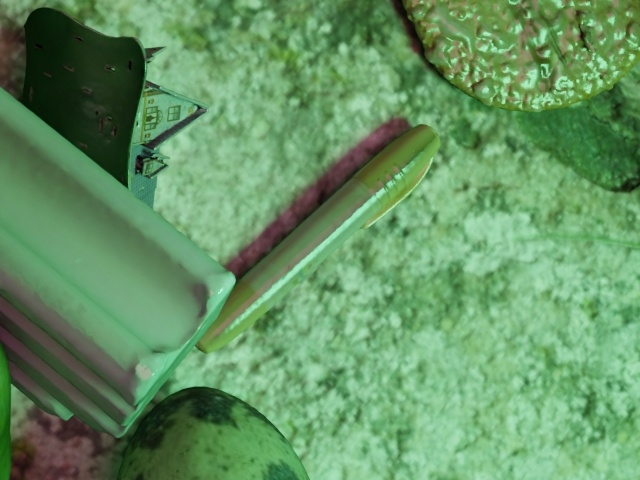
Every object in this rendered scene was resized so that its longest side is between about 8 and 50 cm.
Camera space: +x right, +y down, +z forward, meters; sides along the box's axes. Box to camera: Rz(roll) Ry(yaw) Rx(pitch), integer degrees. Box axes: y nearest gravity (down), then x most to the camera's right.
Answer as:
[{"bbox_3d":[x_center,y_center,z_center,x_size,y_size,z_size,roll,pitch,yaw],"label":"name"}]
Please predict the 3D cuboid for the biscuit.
[{"bbox_3d":[0.156,-0.198,1.266,0.220,0.033,0.220,-1,92,-22],"label":"biscuit"}]

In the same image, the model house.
[{"bbox_3d":[-0.127,-0.066,1.107,0.088,0.117,0.167,-16,120,-47],"label":"model house"}]

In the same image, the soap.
[{"bbox_3d":[-0.197,-0.013,0.992,0.289,0.173,0.095,38,66,3],"label":"soap"}]

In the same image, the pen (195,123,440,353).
[{"bbox_3d":[0.000,0.000,1.209,0.233,0.032,0.040,-43,131,-14],"label":"pen"}]

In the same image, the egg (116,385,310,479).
[{"bbox_3d":[-0.069,0.185,1.127,0.141,0.141,0.182,-9,88,-23],"label":"egg"}]

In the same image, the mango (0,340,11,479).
[{"bbox_3d":[-0.250,0.104,0.992,0.156,0.251,0.114,39,57,6],"label":"mango"}]
